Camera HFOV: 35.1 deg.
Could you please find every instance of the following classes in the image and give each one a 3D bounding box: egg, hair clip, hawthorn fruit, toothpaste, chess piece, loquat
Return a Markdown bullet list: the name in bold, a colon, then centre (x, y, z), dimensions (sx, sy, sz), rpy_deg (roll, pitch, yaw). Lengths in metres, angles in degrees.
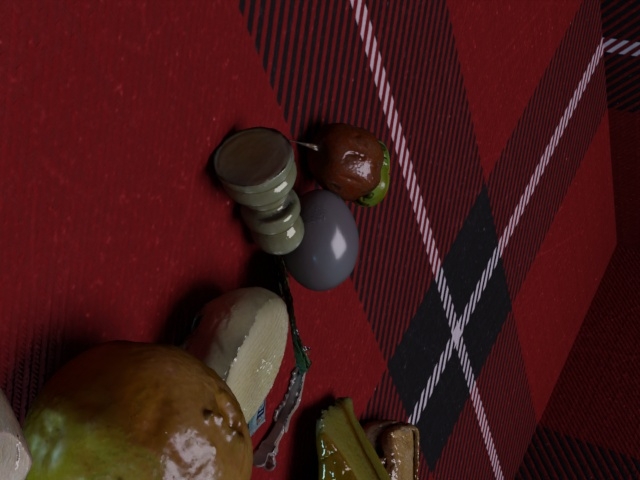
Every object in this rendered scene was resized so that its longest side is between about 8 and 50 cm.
- **egg**: centre (0.000, 0.000, 1.894), dimensions (0.146, 0.146, 0.199), rpy_deg (-26, 124, -54)
- **hair clip**: centre (-0.075, 0.364, 2.056), dimensions (0.226, 0.034, 0.072), rpy_deg (-65, 153, -21)
- **hawthorn fruit**: centre (0.044, -0.156, 1.898), dimensions (0.149, 0.149, 0.189), rpy_deg (-70, 155, -9)
- **toothpaste**: centre (-0.122, 0.283, 1.937), dimensions (0.056, 0.036, 0.205), rpy_deg (-37, 138, -47)
- **chess piece**: centre (-0.090, -0.069, 1.739), dimensions (0.133, 0.133, 0.243), rpy_deg (-58, 153, -27)
- **loquat**: centre (-0.255, 0.294, 1.413), dimensions (0.328, 0.328, 0.329), rpy_deg (-34, 132, -50)

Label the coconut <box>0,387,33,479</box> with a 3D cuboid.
- **coconut**: centre (-0.447, 0.248, 1.170), dimensions (0.234, 0.224, 0.224), rpy_deg (-57, 149, -6)

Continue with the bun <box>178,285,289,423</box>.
- **bun**: centre (-0.164, 0.204, 1.709), dimensions (0.287, 0.146, 0.287), rpy_deg (-56, 160, -32)

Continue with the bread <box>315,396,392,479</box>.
- **bread**: centre (0.024, 0.545, 2.221), dimensions (0.362, 0.244, 0.233), rpy_deg (63, 15, -2)

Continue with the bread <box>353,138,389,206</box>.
- **bread**: centre (0.091, -0.137, 2.031), dimensions (0.071, 0.130, 0.139), rpy_deg (10, 90, -18)

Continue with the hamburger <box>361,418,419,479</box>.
- **hamburger**: centre (0.158, 0.558, 2.449), dimensions (0.243, 0.146, 0.286), rpy_deg (-57, 141, -40)

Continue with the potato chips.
- **potato chips**: centre (-0.056, 0.129, 1.845), dimensions (0.202, 0.029, 0.220), rpy_deg (92, -17, -62)
